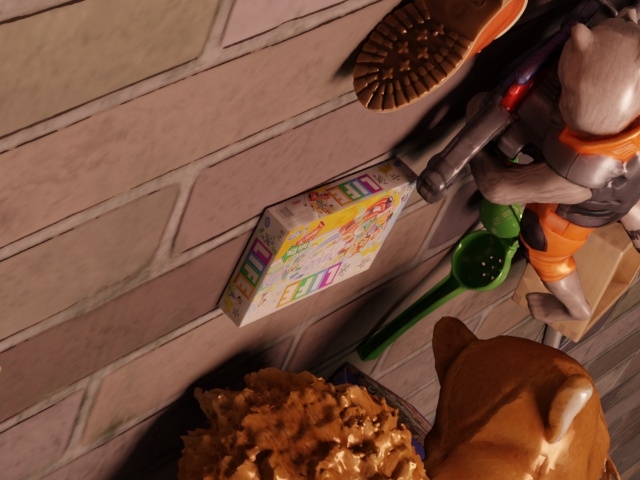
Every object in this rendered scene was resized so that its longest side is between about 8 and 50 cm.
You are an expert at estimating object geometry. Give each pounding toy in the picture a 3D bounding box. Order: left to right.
[{"bbox_3d":[0.300,-0.030,1.703,0.206,0.094,0.181,-38,155,-45],"label":"pounding toy"}]

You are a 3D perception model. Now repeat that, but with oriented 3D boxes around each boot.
[{"bbox_3d":[0.087,-0.137,1.134,0.158,0.059,0.084,-44,165,-7],"label":"boot"}]

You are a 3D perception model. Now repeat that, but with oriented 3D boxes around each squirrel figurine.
[{"bbox_3d":[0.076,0.239,1.361,0.397,0.281,0.370,24,93,-33],"label":"squirrel figurine"}]

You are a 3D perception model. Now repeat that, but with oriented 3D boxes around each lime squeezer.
[{"bbox_3d":[0.135,-0.009,1.497,0.110,0.059,0.310,7,134,-24],"label":"lime squeezer"}]

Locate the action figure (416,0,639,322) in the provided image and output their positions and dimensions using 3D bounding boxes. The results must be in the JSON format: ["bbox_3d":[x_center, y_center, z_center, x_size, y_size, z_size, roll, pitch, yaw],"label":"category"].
[{"bbox_3d":[0.250,-0.098,1.332,0.341,0.178,0.330,-48,158,-6],"label":"action figure"}]

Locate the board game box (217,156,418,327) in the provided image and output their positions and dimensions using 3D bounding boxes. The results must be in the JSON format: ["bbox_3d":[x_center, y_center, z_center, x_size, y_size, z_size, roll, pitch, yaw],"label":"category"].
[{"bbox_3d":[0.000,0.000,1.264,0.154,0.026,0.103,-24,151,-45],"label":"board game box"}]

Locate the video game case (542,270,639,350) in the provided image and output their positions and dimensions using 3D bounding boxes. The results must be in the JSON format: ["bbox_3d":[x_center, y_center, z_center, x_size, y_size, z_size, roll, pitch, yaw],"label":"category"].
[{"bbox_3d":[0.344,0.039,2.005,0.183,0.023,0.201,-39,160,-16],"label":"video game case"}]

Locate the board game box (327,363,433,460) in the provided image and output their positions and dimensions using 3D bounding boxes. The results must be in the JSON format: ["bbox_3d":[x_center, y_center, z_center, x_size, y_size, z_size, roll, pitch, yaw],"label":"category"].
[{"bbox_3d":[0.029,0.273,1.673,0.232,0.141,0.291,-46,159,2],"label":"board game box"}]
